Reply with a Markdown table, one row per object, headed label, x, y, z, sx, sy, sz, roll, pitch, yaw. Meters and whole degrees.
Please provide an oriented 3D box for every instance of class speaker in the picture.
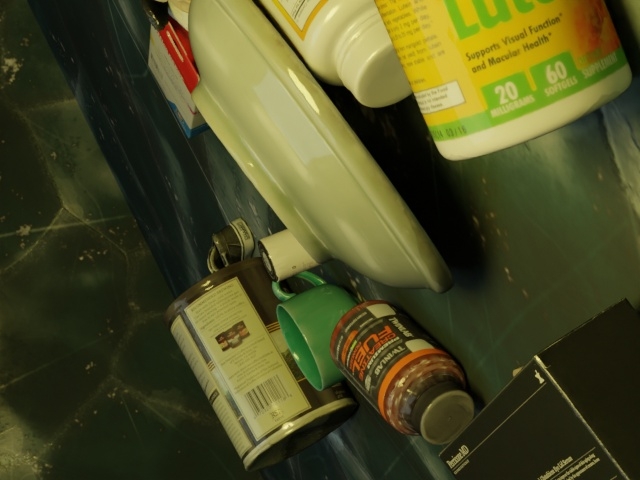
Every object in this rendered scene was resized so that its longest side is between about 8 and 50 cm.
| label | x | y | z | sx | sy | sz | roll | pitch | yaw |
| --- | --- | --- | --- | --- | --- | --- | --- | --- | --- |
| speaker | 0.000 | 0.000 | 1.451 | 0.055 | 0.136 | 0.055 | 158 | 90 | -78 |

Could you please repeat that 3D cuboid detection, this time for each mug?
| label | x | y | z | sx | sy | sz | roll | pitch | yaw |
| --- | --- | --- | --- | --- | --- | --- | --- | --- | --- |
| mug | 0.009 | 0.112 | 1.682 | 0.129 | 0.097 | 0.157 | 28 | 141 | 67 |

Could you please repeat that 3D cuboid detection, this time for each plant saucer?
| label | x | y | z | sx | sy | sz | roll | pitch | yaw |
| --- | --- | --- | --- | --- | --- | --- | --- | --- | --- |
| plant saucer | -0.025 | -0.088 | 1.230 | 0.400 | 0.101 | 0.400 | 53 | -178 | -2 |

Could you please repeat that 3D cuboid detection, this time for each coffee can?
| label | x | y | z | sx | sy | sz | roll | pitch | yaw |
| --- | --- | --- | --- | --- | --- | --- | --- | --- | --- |
| coffee can | -0.095 | 0.194 | 1.968 | 0.275 | 0.202 | 0.201 | 59 | 165 | 17 |

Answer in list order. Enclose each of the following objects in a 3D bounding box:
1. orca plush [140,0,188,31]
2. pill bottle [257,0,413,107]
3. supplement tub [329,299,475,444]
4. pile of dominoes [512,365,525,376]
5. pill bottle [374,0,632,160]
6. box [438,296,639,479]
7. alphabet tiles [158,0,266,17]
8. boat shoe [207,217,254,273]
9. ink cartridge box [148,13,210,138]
| label | x | y | z | sx | sy | sz | roll | pitch | yaw |
| --- | --- | --- | --- | --- | --- | --- | --- | --- | --- |
| orca plush | -0.118 | -0.279 | 1.461 | 0.102 | 0.151 | 0.287 | -42 | 69 | 42 |
| pill bottle | 0.012 | -0.216 | 1.084 | 0.215 | 0.117 | 0.117 | 56 | 163 | 29 |
| supplement tub | 0.097 | 0.153 | 1.441 | 0.198 | 0.106 | 0.106 | 42 | 154 | 53 |
| pile of dominoes | 0.279 | 0.206 | 1.089 | 0.251 | 0.040 | 0.196 | 11 | 125 | 61 |
| pill bottle | 0.095 | -0.188 | 0.811 | 0.245 | 0.136 | 0.136 | 66 | 165 | -9 |
| box | 0.218 | 0.187 | 1.014 | 0.184 | 0.103 | 0.261 | 52 | 156 | 14 |
| alphabet tiles | -0.127 | -0.309 | 1.274 | 0.284 | 0.021 | 0.278 | 23 | 158 | 5 |
| boat shoe | -0.162 | 0.028 | 2.173 | 0.077 | 0.070 | 0.219 | 59 | 164 | 19 |
| ink cartridge box | -0.174 | -0.248 | 1.738 | 0.134 | 0.078 | 0.231 | 61 | 165 | 8 |
